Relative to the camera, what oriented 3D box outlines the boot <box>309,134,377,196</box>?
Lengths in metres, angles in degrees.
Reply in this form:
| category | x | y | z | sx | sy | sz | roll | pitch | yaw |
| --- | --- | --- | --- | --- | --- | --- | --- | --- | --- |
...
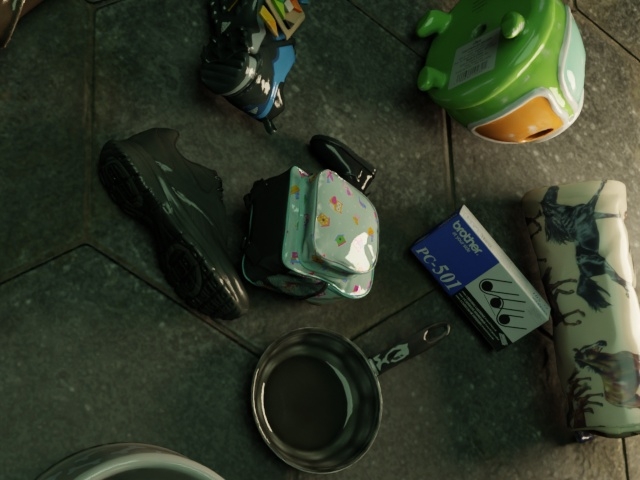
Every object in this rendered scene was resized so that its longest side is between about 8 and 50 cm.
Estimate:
| category | x | y | z | sx | sy | sz | roll | pitch | yaw |
| --- | --- | --- | --- | --- | --- | --- | --- | --- | --- |
| boot | 0.023 | -0.085 | 1.594 | 0.121 | 0.045 | 0.099 | 32 | 63 | -19 |

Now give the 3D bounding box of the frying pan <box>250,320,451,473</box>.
| category | x | y | z | sx | sy | sz | roll | pitch | yaw |
| --- | --- | --- | --- | --- | --- | --- | --- | --- | --- |
| frying pan | 0.027 | 0.173 | 1.514 | 0.197 | 0.053 | 0.326 | 44 | 59 | -9 |

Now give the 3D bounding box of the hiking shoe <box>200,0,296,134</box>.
| category | x | y | z | sx | sy | sz | roll | pitch | yaw |
| --- | --- | --- | --- | --- | --- | --- | --- | --- | --- |
| hiking shoe | -0.091 | -0.305 | 1.584 | 0.132 | 0.113 | 0.304 | 45 | 48 | -44 |

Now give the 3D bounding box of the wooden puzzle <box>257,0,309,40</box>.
| category | x | y | z | sx | sy | sz | roll | pitch | yaw |
| --- | --- | --- | --- | --- | --- | --- | --- | --- | --- |
| wooden puzzle | -0.048 | -0.326 | 1.536 | 0.078 | 0.014 | 0.116 | 58 | 40 | -33 |

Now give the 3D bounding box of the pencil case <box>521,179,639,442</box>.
| category | x | y | z | sx | sy | sz | roll | pitch | yaw |
| --- | --- | --- | --- | --- | --- | --- | --- | --- | --- |
| pencil case | 0.421 | 0.096 | 1.676 | 0.183 | 0.160 | 0.410 | 28 | 51 | -69 |

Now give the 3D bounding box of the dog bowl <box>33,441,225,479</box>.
| category | x | y | z | sx | sy | sz | roll | pitch | yaw |
| --- | --- | --- | --- | --- | --- | --- | --- | --- | --- |
| dog bowl | -0.214 | 0.409 | 1.291 | 0.349 | 0.102 | 0.348 | 8 | 72 | -24 |

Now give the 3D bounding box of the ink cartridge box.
| category | x | y | z | sx | sy | sz | roll | pitch | yaw |
| --- | --- | --- | --- | --- | --- | --- | --- | --- | --- |
| ink cartridge box | 0.238 | 0.057 | 1.627 | 0.207 | 0.097 | 0.046 | 49 | 26 | -6 |

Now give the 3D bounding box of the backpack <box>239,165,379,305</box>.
| category | x | y | z | sx | sy | sz | roll | pitch | yaw |
| --- | --- | --- | --- | --- | --- | --- | --- | --- | --- |
| backpack | 0.000 | 0.000 | 1.486 | 0.188 | 0.144 | 0.165 | 34 | 49 | -48 |

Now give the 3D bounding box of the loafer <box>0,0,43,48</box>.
| category | x | y | z | sx | sy | sz | roll | pitch | yaw |
| --- | --- | --- | --- | --- | --- | --- | --- | --- | --- |
| loafer | -0.348 | -0.390 | 1.440 | 0.130 | 0.134 | 0.365 | 34 | 66 | -27 |

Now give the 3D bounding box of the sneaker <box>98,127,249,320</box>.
| category | x | y | z | sx | sy | sz | roll | pitch | yaw |
| --- | --- | --- | --- | --- | --- | --- | --- | --- | --- |
| sneaker | -0.166 | -0.029 | 1.449 | 0.130 | 0.109 | 0.286 | -34 | 95 | -39 |

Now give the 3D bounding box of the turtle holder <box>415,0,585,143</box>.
| category | x | y | z | sx | sy | sz | roll | pitch | yaw |
| --- | --- | --- | --- | --- | --- | --- | --- | --- | --- |
| turtle holder | 0.288 | -0.288 | 1.708 | 0.227 | 0.243 | 0.320 | 37 | 21 | -29 |
